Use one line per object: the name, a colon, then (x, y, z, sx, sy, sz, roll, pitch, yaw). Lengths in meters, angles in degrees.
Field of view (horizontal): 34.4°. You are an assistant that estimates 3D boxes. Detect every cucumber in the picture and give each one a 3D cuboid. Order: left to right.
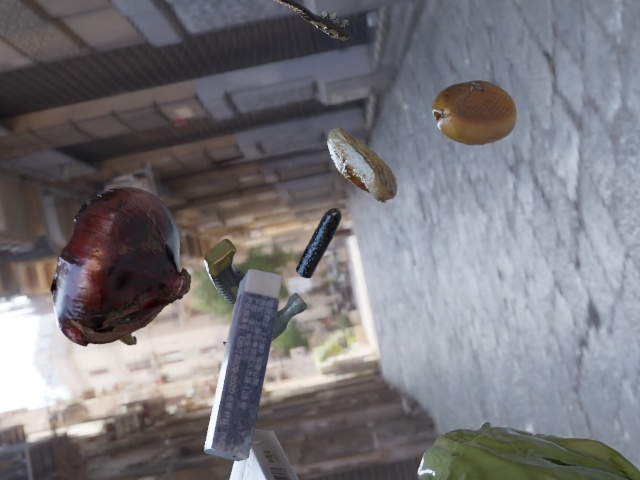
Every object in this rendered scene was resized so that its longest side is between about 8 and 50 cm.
cucumber: (0.000, 0.000, 1.587, 0.032, 0.032, 0.133, -100, 31, -52)

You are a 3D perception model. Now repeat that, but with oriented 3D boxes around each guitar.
guitar: (-0.057, -0.298, 1.231, 0.084, 0.271, 0.038, 27, 99, 46)

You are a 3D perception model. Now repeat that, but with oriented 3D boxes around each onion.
onion: (-0.300, 0.058, 1.645, 0.272, 0.195, 0.272, -52, -23, -34)

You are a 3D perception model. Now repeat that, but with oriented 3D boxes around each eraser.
eraser: (-0.089, 0.145, 1.194, 0.092, 0.046, 0.212, 130, 151, -72)

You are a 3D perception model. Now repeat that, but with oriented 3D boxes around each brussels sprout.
brussels sprout: (0.320, 0.430, 1.290, 0.425, 0.342, 0.361, 47, 153, -13)

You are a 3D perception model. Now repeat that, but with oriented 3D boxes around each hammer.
hammer: (-0.129, 0.095, 1.757, 0.041, 0.159, 0.226, 43, 169, 47)

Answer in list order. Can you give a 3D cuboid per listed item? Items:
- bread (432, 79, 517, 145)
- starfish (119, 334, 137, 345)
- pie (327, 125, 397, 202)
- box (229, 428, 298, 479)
bread: (0.256, -0.214, 1.755, 0.077, 0.189, 0.114, -22, 81, 52)
starfish: (-0.468, 0.178, 2.351, 0.074, 0.146, 0.189, -107, 5, -55)
pie: (0.089, -0.166, 2.307, 0.205, 0.084, 0.179, 46, -170, 10)
box: (-0.101, 0.460, 1.859, 0.243, 0.067, 0.155, -136, 59, -66)
